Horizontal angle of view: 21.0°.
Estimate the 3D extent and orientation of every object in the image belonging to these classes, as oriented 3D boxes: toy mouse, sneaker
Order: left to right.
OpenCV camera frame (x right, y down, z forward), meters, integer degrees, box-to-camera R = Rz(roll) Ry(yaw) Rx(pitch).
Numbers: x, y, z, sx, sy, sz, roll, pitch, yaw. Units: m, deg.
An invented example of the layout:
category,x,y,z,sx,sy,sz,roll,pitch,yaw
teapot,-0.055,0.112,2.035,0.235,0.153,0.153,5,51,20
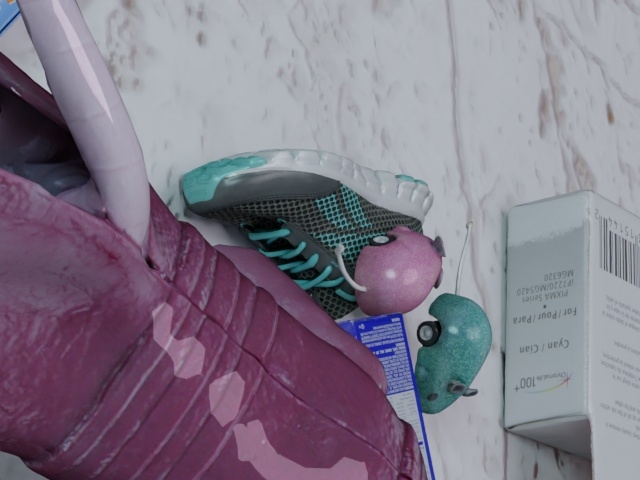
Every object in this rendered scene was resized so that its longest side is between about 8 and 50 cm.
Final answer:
category,x,y,z,sx,sy,sz,roll,pitch,yaw
sneaker,0.000,0.000,0.837,0.166,0.065,0.076,11,74,-47
toy mouse,0.053,0.041,0.852,0.143,0.031,0.161,-51,136,-33

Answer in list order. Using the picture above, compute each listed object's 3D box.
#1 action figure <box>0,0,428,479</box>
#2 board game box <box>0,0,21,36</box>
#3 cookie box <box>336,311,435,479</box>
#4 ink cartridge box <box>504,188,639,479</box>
category,x,y,z,sx,sy,sz,roll,pitch,yaw
action figure,-0.061,0.028,0.602,0.370,0.275,0.248,38,44,-20
board game box,-0.174,-0.192,0.699,0.211,0.039,0.160,55,43,-23
cookie box,0.003,0.093,0.784,0.040,0.092,0.107,-7,84,-48
ink cartridge box,0.221,0.136,1.060,0.296,0.066,0.261,24,61,-45
